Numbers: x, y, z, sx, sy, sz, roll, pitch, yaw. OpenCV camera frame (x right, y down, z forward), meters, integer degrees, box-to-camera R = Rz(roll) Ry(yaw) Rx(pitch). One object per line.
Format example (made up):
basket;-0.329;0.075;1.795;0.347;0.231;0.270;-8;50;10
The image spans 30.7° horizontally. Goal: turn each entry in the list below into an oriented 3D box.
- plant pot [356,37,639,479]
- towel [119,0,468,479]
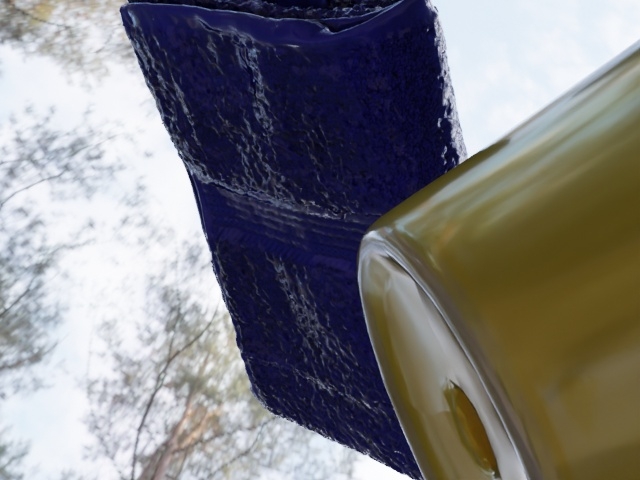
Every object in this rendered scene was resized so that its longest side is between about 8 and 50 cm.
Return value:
plant pot;0.152;0.025;0.420;0.239;0.254;0.254;-22;-78;-10
towel;0.000;0.000;0.642;0.076;0.228;0.308;-34;-58;-26
